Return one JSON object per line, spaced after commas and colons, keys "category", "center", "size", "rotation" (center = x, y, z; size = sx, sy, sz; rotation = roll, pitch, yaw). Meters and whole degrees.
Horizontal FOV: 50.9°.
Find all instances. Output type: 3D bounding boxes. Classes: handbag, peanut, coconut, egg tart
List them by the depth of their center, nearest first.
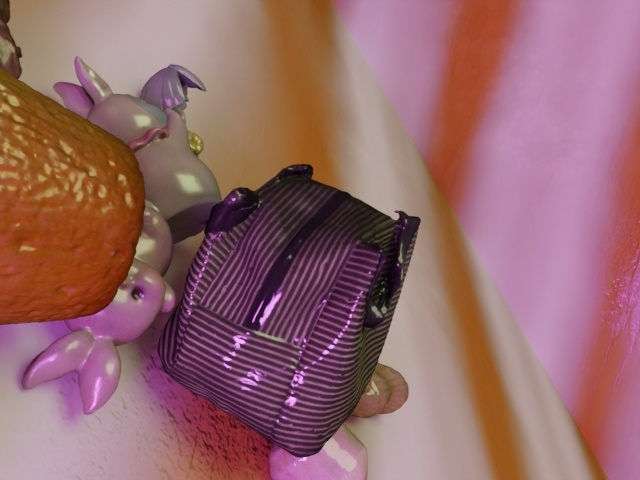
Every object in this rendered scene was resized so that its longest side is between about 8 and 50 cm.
{"category": "egg tart", "center": [-0.243, -0.030, 0.521], "size": [0.170, 0.215, 0.215], "rotation": [13, 46, -40]}
{"category": "handbag", "center": [-0.020, 0.055, 0.801], "size": [0.247, 0.240, 0.340], "rotation": [29, 19, 9]}
{"category": "coconut", "center": [0.006, 0.270, 0.801], "size": [0.124, 0.110, 0.110], "rotation": [48, 23, -2]}
{"category": "peanut", "center": [0.073, 0.228, 1.030], "size": [0.187, 0.082, 0.082], "rotation": [13, 47, -57]}

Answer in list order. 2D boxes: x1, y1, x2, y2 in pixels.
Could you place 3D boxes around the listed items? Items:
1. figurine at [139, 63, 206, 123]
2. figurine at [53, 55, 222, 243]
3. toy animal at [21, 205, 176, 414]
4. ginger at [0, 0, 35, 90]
{"category": "figurine", "center": [-0.230, -0.223, 1.027], "size": [0.094, 0.086, 0.082], "rotation": [21, -11, 26]}
{"category": "figurine", "center": [-0.218, -0.116, 0.838], "size": [0.155, 0.127, 0.236], "rotation": [-18, 72, -48]}
{"category": "toy animal", "center": [-0.200, 0.057, 0.650], "size": [0.124, 0.124, 0.213], "rotation": [43, 22, -30]}
{"category": "ginger", "center": [-0.398, -0.263, 0.749], "size": [0.122, 0.084, 0.290], "rotation": [-3, 63, -40]}
